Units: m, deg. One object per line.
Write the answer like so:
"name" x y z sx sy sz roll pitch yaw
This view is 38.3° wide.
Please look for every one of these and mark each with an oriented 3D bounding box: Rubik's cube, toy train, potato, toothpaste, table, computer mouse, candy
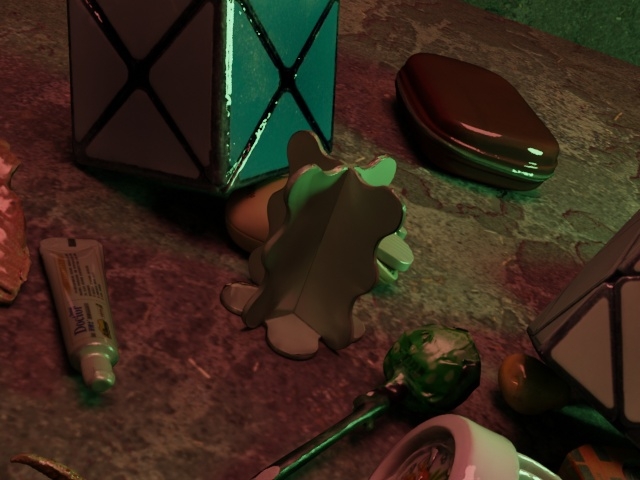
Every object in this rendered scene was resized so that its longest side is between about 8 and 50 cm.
"Rubik's cube" -0.142 -0.218 1.157 0.254 0.260 0.259 11 22 29
"toy train" 0.274 0.263 0.815 0.099 0.072 0.188 12 28 -16
"potato" 0.231 0.156 0.997 0.083 0.062 0.068 3 62 -4
"toothpaste" -0.227 0.062 0.885 0.067 0.037 0.255 1 29 -23
"table" 0.000 0.000 0.974 0.166 0.198 0.166 16 28 -9
"computer mouse" -0.001 -0.018 1.140 0.236 0.082 0.145 15 27 -8
"candy" 0.039 0.160 0.855 0.097 0.097 0.323 36 38 28
"Rubik's cube" 0.350 0.096 0.920 0.205 0.207 0.205 42 8 6

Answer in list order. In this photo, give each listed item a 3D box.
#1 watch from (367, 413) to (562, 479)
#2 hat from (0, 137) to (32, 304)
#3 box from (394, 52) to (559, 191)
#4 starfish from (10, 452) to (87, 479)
"watch" 0.123 0.268 0.627 0.231 0.196 0.244 38 18 -14
"hat" -0.421 -0.045 0.871 0.286 0.107 0.237 14 35 -39
"box" 0.274 -0.220 1.669 0.263 0.108 0.404 14 28 -14
"starfish" -0.116 0.225 0.639 0.238 0.057 0.213 35 19 14
